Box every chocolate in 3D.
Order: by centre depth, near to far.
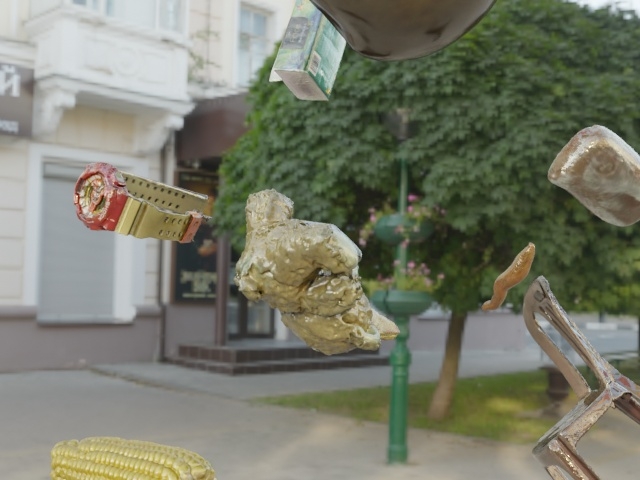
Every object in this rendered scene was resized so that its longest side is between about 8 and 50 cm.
[{"bbox_3d":[0.607,-0.121,1.812,0.254,0.157,0.080,31,16,-25],"label":"chocolate"}]

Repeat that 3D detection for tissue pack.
[{"bbox_3d":[-0.020,-0.255,1.175,0.079,0.111,0.085,8,-16,27],"label":"tissue pack"}]

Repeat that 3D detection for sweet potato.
[{"bbox_3d":[0.345,0.075,1.613,0.044,0.179,0.044,19,34,-13],"label":"sweet potato"}]

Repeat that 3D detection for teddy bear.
[{"bbox_3d":[-0.011,0.067,1.308,0.256,0.156,0.267,45,-7,-34],"label":"teddy bear"}]

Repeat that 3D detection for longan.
[{"bbox_3d":[0.080,-0.309,0.875,0.258,0.258,0.258,1,-3,0],"label":"longan"}]

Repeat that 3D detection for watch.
[{"bbox_3d":[-0.260,-0.052,1.390,0.268,0.102,0.165,14,18,-43],"label":"watch"}]

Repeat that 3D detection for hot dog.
[{"bbox_3d":[0.094,0.177,1.954,0.169,0.061,0.078,38,32,-4],"label":"hot dog"}]

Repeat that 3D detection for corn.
[{"bbox_3d":[-0.290,0.371,1.351,0.347,0.130,0.130,3,-1,34],"label":"corn"}]

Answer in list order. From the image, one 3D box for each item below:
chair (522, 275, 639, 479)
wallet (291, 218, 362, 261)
[{"bbox_3d":[0.360,0.232,1.243,0.183,0.326,0.175,-42,-15,-11],"label":"chair"},{"bbox_3d":[0.000,0.000,1.784,0.110,0.031,0.198,46,20,27],"label":"wallet"}]
